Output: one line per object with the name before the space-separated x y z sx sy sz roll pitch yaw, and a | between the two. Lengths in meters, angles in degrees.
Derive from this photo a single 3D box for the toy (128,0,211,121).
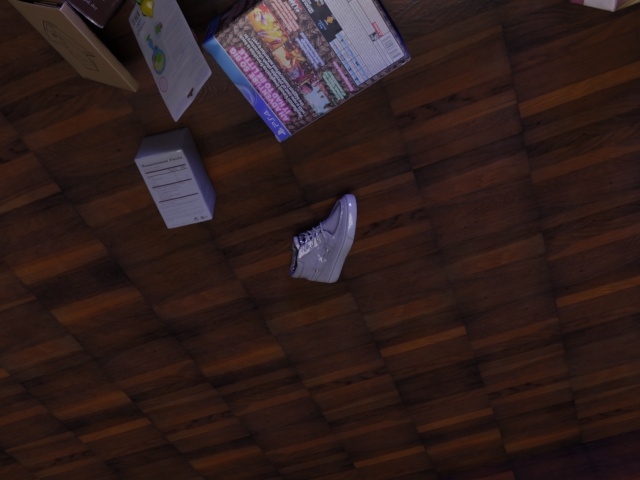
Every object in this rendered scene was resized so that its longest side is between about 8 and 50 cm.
toy | -0.258 -0.350 1.057 0.056 0.237 0.137 -17 164 -47

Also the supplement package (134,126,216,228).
supplement package | -0.305 -0.133 1.264 0.105 0.105 0.179 -12 126 6

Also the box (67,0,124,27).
box | -0.349 -0.493 0.953 0.167 0.168 0.203 37 116 -25

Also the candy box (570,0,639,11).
candy box | 0.549 -0.501 0.951 0.317 0.088 0.182 -26 131 -26

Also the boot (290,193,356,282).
boot | 0.000 0.000 1.384 0.124 0.095 0.258 4 128 -14

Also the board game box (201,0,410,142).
board game box | -0.025 -0.367 1.081 0.291 0.141 0.232 -29 123 18

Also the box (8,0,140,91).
box | -0.435 -0.349 1.046 0.165 0.021 0.201 21 163 30
